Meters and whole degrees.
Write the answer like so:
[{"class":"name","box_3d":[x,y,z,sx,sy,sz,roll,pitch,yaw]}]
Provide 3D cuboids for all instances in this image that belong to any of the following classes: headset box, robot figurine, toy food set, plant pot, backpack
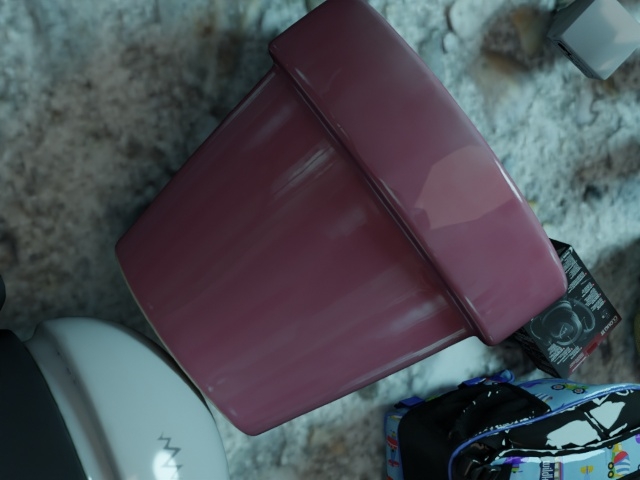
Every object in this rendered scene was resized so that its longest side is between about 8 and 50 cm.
[{"class":"headset box","box_3d":[0.160,0.049,0.803,0.062,0.032,0.083,-45,118,-10]},{"class":"robot figurine","box_3d":[-0.181,0.141,0.575,0.278,0.173,0.209,-19,133,-22]},{"class":"toy food set","box_3d":[0.209,-0.144,0.767,0.232,0.104,0.111,42,95,-10]},{"class":"plant pot","box_3d":[0.000,0.000,0.632,0.180,0.201,0.201,-36,116,2]},{"class":"backpack","box_3d":[0.142,0.158,0.771,0.173,0.117,0.158,-17,108,-22]}]

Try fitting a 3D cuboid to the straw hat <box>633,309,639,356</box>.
[{"class":"straw hat","box_3d":[0.257,0.070,0.838,0.061,0.144,0.144,-30,123,29]}]
